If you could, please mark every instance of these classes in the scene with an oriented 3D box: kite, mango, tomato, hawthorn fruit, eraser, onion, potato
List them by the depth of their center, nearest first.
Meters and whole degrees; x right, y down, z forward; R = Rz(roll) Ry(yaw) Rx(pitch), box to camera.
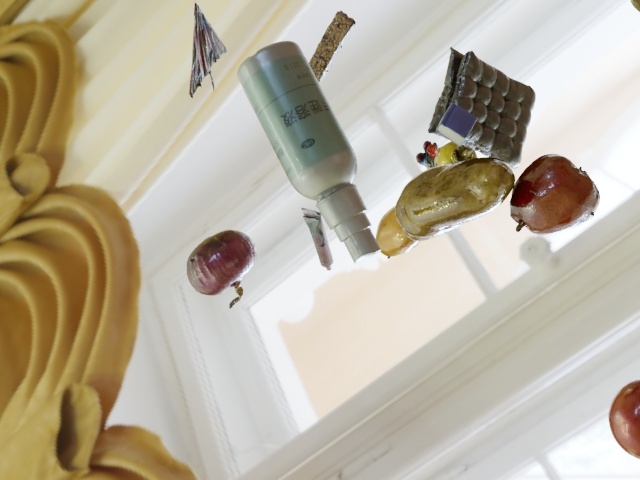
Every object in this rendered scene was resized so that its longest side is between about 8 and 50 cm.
[{"bbox_3d":[0.279,-0.239,1.626,0.063,0.027,0.084,33,-132,1],"label":"eraser"},{"bbox_3d":[0.723,0.391,1.729,0.195,0.195,0.136,51,172,-3],"label":"tomato"},{"bbox_3d":[0.517,-0.091,1.792,0.185,0.202,0.185,49,-176,-5],"label":"hawthorn fruit"},{"bbox_3d":[0.307,-0.106,1.841,0.195,0.369,0.176,4,-103,-29],"label":"potato"},{"bbox_3d":[-0.229,0.054,1.864,0.153,0.177,0.177,27,-166,6],"label":"onion"},{"bbox_3d":[-0.282,-0.470,1.942,0.321,0.016,0.234,-75,-17,-55],"label":"kite"},{"bbox_3d":[0.264,-0.039,2.530,0.138,0.187,0.257,46,166,-4],"label":"mango"}]

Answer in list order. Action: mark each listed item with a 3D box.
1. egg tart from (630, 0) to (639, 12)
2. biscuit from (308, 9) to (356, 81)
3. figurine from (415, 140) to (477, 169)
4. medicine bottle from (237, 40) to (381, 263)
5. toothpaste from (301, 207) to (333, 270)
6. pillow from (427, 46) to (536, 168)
[{"bbox_3d":[0.713,-0.541,1.704,0.129,0.049,0.128,7,-104,-30],"label":"egg tart"},{"bbox_3d":[0.026,-0.540,2.202,0.064,0.199,0.034,37,-155,8],"label":"biscuit"},{"bbox_3d":[0.356,-0.235,2.248,0.185,0.127,0.234,42,-175,14],"label":"figurine"},{"bbox_3d":[-0.006,-0.131,1.218,0.352,0.110,0.110,63,-163,7],"label":"medicine bottle"},{"bbox_3d":[0.000,0.000,1.563,0.045,0.028,0.170,20,145,32],"label":"toothpaste"},{"bbox_3d":[0.425,-0.332,2.045,0.326,0.228,0.101,17,177,-41],"label":"pillow"}]
